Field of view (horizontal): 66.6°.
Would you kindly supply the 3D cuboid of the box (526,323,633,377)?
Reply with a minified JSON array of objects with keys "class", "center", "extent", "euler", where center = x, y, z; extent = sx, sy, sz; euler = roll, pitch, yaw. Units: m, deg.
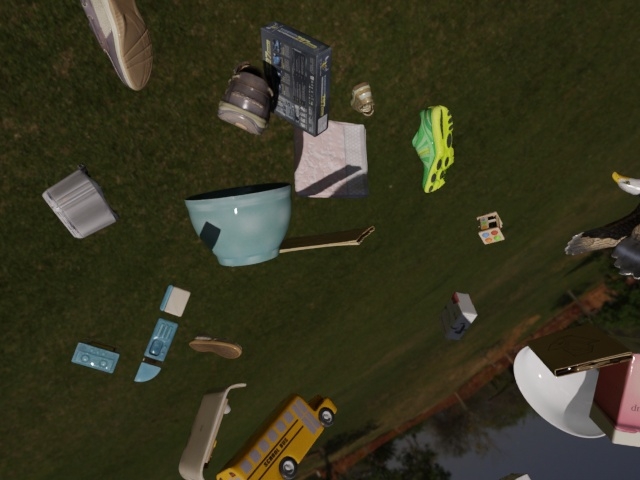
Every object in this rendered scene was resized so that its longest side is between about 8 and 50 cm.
[{"class":"box","center":[0.594,0.254,1.138],"extent":[0.164,0.021,0.201],"euler":[-17,-174,8]}]

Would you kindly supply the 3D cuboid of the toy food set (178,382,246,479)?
[{"class":"toy food set","center":[-0.329,0.599,1.519],"extent":[0.092,0.306,0.219],"euler":[27,151,-21]}]

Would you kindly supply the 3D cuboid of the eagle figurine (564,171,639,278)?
[{"class":"eagle figurine","center":[0.662,-0.054,0.966],"extent":[0.226,0.225,0.298],"euler":[20,99,-54]}]

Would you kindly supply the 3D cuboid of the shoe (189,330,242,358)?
[{"class":"shoe","center":[-0.327,0.322,1.539],"extent":[0.058,0.219,0.077],"euler":[-59,134,-37]}]

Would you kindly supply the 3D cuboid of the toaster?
[{"class":"toaster","center":[-0.734,-0.113,1.489],"extent":[0.146,0.129,0.227],"euler":[-38,151,-21]}]

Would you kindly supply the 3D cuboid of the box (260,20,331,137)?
[{"class":"box","center":[-0.061,-0.397,1.210],"extent":[0.059,0.183,0.233],"euler":[-41,152,-30]}]

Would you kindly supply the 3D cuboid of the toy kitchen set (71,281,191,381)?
[{"class":"toy kitchen set","center":[-0.376,0.169,0.977],"extent":[0.122,0.166,0.207],"euler":[171,-60,-75]}]

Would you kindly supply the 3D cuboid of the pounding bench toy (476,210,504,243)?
[{"class":"pounding bench toy","center":[0.453,-0.021,1.282],"extent":[0.052,0.065,0.083],"euler":[-18,135,29]}]

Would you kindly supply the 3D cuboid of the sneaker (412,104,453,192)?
[{"class":"sneaker","center":[0.385,-0.313,1.676],"extent":[0.109,0.123,0.296],"euler":[-12,112,-32]}]

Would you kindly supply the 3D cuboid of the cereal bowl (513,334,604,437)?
[{"class":"cereal bowl","center":[0.807,0.444,1.557],"extent":[0.141,0.339,0.339],"euler":[-26,157,-29]}]

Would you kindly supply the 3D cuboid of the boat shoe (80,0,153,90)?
[{"class":"boat shoe","center":[-0.431,-0.452,1.011],"extent":[0.285,0.092,0.103],"euler":[87,23,-50]}]

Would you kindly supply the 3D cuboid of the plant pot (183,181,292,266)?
[{"class":"plant pot","center":[-0.211,-0.043,1.349],"extent":[0.293,0.196,0.293],"euler":[-8,-168,2]}]

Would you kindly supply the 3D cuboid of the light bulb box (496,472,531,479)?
[{"class":"light bulb box","center":[0.355,0.730,0.999],"extent":[0.361,0.358,0.225],"euler":[-27,153,-2]}]

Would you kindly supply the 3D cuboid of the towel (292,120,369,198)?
[{"class":"towel","center":[0.044,-0.338,2.008],"extent":[0.316,0.332,0.053],"euler":[1,169,-17]}]

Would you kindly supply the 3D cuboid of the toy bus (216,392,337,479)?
[{"class":"toy bus","center":[-0.096,0.504,1.221],"extent":[0.108,0.130,0.332],"euler":[-47,175,40]}]

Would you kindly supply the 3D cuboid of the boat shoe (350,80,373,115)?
[{"class":"boat shoe","center":[0.126,-0.391,1.404],"extent":[0.068,0.072,0.190],"euler":[-25,177,9]}]

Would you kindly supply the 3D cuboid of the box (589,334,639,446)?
[{"class":"box","center":[0.775,0.365,1.182],"extent":[0.148,0.232,0.127],"euler":[6,-170,3]}]

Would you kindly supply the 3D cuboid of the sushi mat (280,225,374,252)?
[{"class":"sushi mat","center":[0.000,0.000,1.497],"extent":[0.316,0.019,0.151],"euler":[-7,-165,31]}]

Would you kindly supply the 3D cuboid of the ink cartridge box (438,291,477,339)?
[{"class":"ink cartridge box","center":[0.462,0.256,1.646],"extent":[0.056,0.099,0.135],"euler":[10,129,-12]}]

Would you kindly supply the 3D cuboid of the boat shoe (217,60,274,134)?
[{"class":"boat shoe","center":[-0.157,-0.338,1.138],"extent":[0.132,0.355,0.130],"euler":[22,106,-19]}]
